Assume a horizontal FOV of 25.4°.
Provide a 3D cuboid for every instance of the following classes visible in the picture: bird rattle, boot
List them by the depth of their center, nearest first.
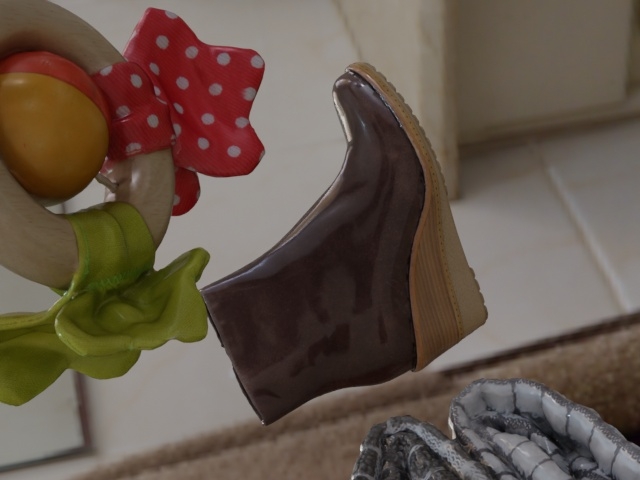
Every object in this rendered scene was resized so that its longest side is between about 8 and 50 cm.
[{"bbox_3d":[-0.122,-0.049,0.760,0.207,0.143,0.253,41,-132,-35],"label":"bird rattle"},{"bbox_3d":[0.000,0.000,1.117,0.090,0.207,0.248,135,113,-79],"label":"boot"}]

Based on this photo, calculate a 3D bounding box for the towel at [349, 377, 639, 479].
[{"bbox_3d":[0.117,0.219,0.558,0.284,0.121,0.235,46,153,55],"label":"towel"}]
